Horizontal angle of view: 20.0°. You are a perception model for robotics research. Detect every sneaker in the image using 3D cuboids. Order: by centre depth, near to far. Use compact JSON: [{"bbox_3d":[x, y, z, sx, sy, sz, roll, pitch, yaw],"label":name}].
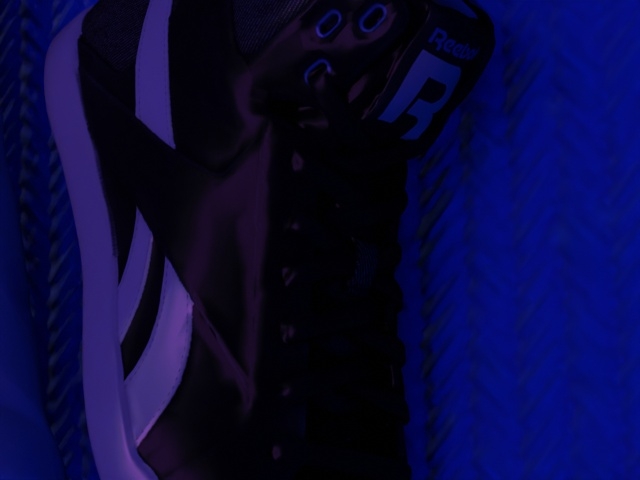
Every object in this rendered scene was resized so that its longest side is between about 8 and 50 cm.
[{"bbox_3d":[0.000,0.000,0.453,0.121,0.079,0.217,-37,59,32],"label":"sneaker"}]

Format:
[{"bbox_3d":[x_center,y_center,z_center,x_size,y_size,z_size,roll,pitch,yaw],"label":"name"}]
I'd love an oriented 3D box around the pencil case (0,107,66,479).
[{"bbox_3d":[-0.153,-0.029,0.569,0.124,0.113,0.273,-36,60,53],"label":"pencil case"}]
